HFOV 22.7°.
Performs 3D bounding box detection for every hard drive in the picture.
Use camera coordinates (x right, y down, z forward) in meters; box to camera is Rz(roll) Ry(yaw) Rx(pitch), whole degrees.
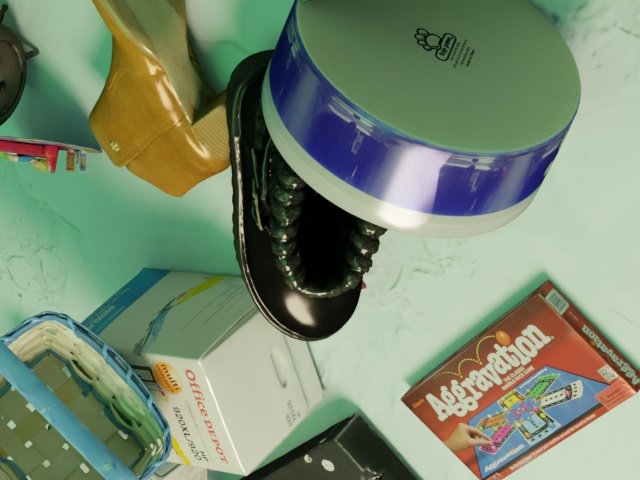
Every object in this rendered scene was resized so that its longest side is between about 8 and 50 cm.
[{"bbox_3d":[0.020,0.367,2.013,0.237,0.064,0.339,48,139,-3],"label":"hard drive"}]

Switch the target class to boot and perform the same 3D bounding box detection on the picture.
[{"bbox_3d":[-0.206,-0.181,1.721,0.295,0.104,0.211,49,139,-10],"label":"boot"},{"bbox_3d":[-0.004,0.000,1.582,0.260,0.131,0.348,-126,19,-57],"label":"boot"}]

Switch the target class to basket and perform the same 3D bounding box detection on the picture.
[{"bbox_3d":[-0.292,0.195,1.745,0.255,0.201,0.289,47,170,2],"label":"basket"}]

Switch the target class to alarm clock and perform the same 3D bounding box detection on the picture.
[{"bbox_3d":[-0.402,-0.178,1.819,0.064,0.192,0.129,18,133,27],"label":"alarm clock"}]

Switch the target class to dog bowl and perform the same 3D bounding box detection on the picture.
[{"bbox_3d":[0.088,-0.133,1.391,0.265,0.265,0.104,35,135,12],"label":"dog bowl"}]

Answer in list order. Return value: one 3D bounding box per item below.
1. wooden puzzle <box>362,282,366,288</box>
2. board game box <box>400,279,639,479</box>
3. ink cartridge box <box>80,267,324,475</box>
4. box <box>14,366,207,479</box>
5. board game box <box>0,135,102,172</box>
[{"bbox_3d":[0.015,0.051,1.801,0.049,0.006,0.083,47,139,-2],"label":"wooden puzzle"},{"bbox_3d":[0.210,0.161,1.714,0.145,0.027,0.281,46,140,1],"label":"board game box"},{"bbox_3d":[-0.149,0.152,1.895,0.232,0.168,0.171,3,123,39],"label":"ink cartridge box"},{"bbox_3d":[-0.283,0.277,2.141,0.290,0.087,0.169,31,138,29],"label":"box"},{"bbox_3d":[-0.346,-0.100,1.887,0.168,0.133,0.033,5,88,36],"label":"board game box"}]
